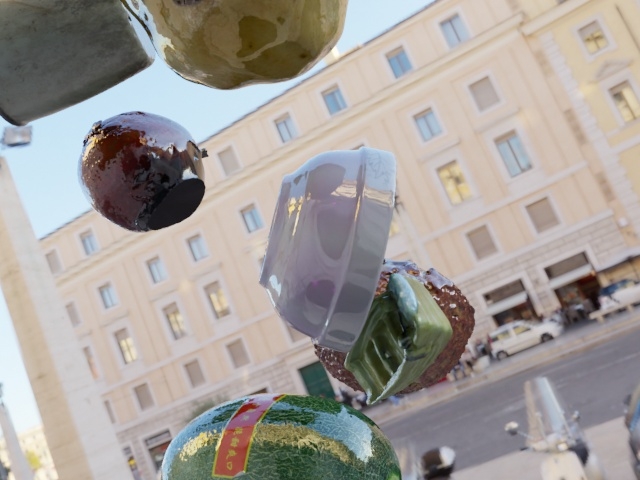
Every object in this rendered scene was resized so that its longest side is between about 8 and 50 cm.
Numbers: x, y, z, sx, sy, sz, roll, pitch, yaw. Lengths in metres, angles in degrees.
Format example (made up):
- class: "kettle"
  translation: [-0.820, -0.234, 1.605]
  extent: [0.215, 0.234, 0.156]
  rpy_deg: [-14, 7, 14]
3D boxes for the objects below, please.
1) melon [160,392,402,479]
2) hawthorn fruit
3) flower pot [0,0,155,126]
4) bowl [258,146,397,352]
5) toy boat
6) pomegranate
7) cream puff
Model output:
- class: "melon"
  translation: [-0.035, 0.252, 0.775]
  extent: [0.288, 0.182, 0.182]
  rpy_deg: [-3, -1, 24]
- class: "hawthorn fruit"
  translation: [-0.420, -0.156, 1.736]
  extent: [0.316, 0.316, 0.316]
  rpy_deg: [-22, -10, -4]
- class: "flower pot"
  translation: [-0.535, -0.420, 1.536]
  extent: [0.330, 0.293, 0.293]
  rpy_deg: [-16, -10, 1]
- class: "bowl"
  translation: [0.000, 0.000, 1.024]
  extent: [0.144, 0.287, 0.287]
  rpy_deg: [14, -15, -4]
- class: "toy boat"
  translation: [0.109, 0.135, 1.017]
  extent: [0.084, 0.111, 0.276]
  rpy_deg: [-18, -29, -22]
- class: "pomegranate"
  translation: [-0.101, -0.358, 0.937]
  extent: [0.332, 0.332, 0.332]
  rpy_deg: [-22, -10, -4]
- class: "cream puff"
  translation: [0.130, 0.186, 1.455]
  extent: [0.350, 0.350, 0.228]
  rpy_deg: [-31, 30, 40]
